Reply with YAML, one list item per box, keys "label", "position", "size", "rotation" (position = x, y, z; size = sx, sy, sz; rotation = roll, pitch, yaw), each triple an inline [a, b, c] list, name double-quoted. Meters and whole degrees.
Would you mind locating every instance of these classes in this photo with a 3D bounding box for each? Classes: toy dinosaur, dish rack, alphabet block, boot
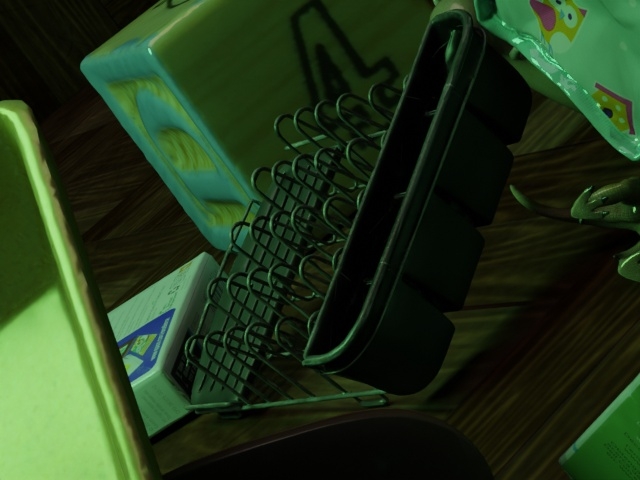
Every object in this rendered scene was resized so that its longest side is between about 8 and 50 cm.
- label: "toy dinosaur"
  position: [0.165, -0.016, 0.890]
  size: [0.183, 0.053, 0.092]
  rotation: [-15, 9, 36]
- label: "dish rack"
  position: [0.000, 0.000, 1.005]
  size: [0.271, 0.074, 0.208]
  rotation: [-14, 49, 56]
- label: "alphabet block"
  position: [-0.030, -0.120, 1.343]
  size: [0.197, 0.193, 0.192]
  rotation: [-40, 17, -17]
- label: "boot"
  position: [-0.058, 0.152, 0.749]
  size: [0.305, 0.112, 0.115]
  rotation: [-34, 4, 17]

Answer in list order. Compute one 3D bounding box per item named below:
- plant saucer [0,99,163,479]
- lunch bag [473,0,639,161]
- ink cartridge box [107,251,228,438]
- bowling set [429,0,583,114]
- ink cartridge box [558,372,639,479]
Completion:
- label: "plant saucer"
  position: [-0.166, 0.168, 0.673]
  size: [0.333, 0.081, 0.333]
  rotation: [-35, 56, 19]
- label: "lunch bag"
  position: [0.202, -0.202, 0.836]
  size: [0.223, 0.262, 0.160]
  rotation: [-29, 55, -22]
- label: "ink cartridge box"
  position: [-0.163, 0.108, 1.218]
  size: [0.208, 0.045, 0.206]
  rotation: [-31, 16, 15]
- label: "bowling set"
  position: [0.162, -0.199, 1.089]
  size: [0.287, 0.154, 0.200]
  rotation: [-91, 23, -74]
- label: "ink cartridge box"
  position: [0.149, 0.034, 0.541]
  size: [0.109, 0.062, 0.209]
  rotation: [-39, -12, -15]
